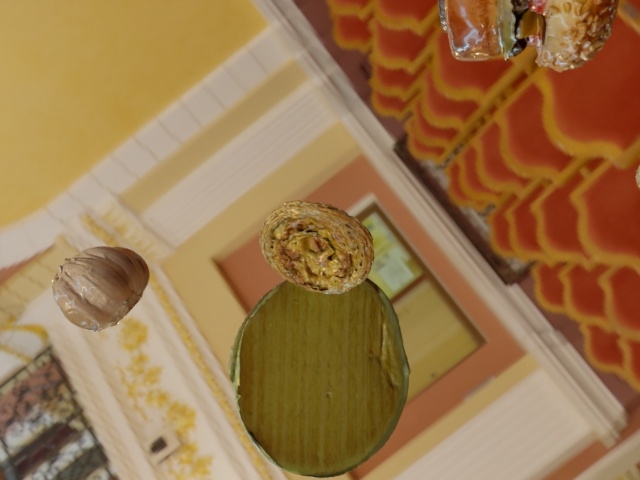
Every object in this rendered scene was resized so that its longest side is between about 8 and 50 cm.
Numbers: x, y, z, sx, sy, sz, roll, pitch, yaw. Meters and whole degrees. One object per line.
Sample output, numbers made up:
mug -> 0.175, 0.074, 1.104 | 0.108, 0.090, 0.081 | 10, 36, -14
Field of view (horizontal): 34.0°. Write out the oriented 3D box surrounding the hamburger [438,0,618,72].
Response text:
hamburger -> 0.297, -0.401, 1.453 | 0.330, 0.250, 0.330 | 1, -90, -76

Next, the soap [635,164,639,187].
soap -> 0.581, -0.160, 1.431 | 0.199, 0.091, 0.315 | 43, 133, 34

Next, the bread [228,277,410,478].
bread -> 0.000, 0.185, 1.458 | 0.301, 0.301, 0.045 | 50, 153, -23

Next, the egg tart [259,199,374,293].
egg tart -> 0.000, 0.000, 1.125 | 0.129, 0.128, 0.049 | 50, -144, -22

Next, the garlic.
garlic -> -0.238, 0.047, 1.150 | 0.094, 0.074, 0.113 | 50, -134, -11
